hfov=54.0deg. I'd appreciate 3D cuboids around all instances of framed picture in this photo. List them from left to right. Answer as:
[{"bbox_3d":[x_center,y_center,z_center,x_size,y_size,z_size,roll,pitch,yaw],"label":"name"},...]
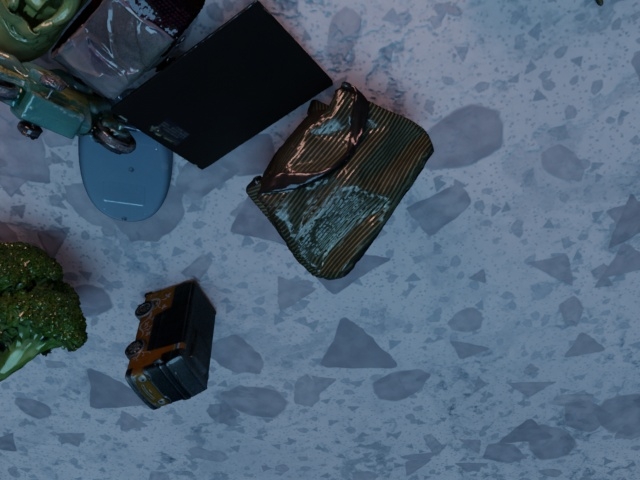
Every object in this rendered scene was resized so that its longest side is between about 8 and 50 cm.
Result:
[{"bbox_3d":[-0.176,-0.270,1.171,0.339,0.014,0.255,-30,148,20],"label":"framed picture"}]

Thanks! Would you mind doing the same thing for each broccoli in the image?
[{"bbox_3d":[-0.704,0.153,1.381,0.413,0.321,0.310,11,97,-7],"label":"broccoli"}]

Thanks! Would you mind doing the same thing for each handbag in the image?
[{"bbox_3d":[0.027,-0.115,1.182,0.240,0.247,0.340,39,85,-12],"label":"handbag"}]

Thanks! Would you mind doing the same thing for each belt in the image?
[{"bbox_3d":[-0.315,-0.357,1.065,0.289,0.184,0.164,-33,126,24],"label":"belt"}]

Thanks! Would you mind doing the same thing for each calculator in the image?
[{"bbox_3d":[-0.400,-0.167,1.293,0.188,0.042,0.302,8,127,-6],"label":"calculator"}]

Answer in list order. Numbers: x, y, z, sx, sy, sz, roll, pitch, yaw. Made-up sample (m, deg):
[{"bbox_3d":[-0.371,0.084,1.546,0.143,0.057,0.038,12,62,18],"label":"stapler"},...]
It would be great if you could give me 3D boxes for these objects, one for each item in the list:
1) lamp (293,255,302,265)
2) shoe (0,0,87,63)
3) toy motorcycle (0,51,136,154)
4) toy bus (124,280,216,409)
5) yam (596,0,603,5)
[{"bbox_3d":[0.000,0.000,1.371,0.136,0.136,0.136,0,127,-1],"label":"lamp"},{"bbox_3d":[-0.497,-0.410,1.070,0.262,0.128,0.140,-32,108,18],"label":"shoe"},{"bbox_3d":[-0.473,-0.256,1.119,0.296,0.198,0.109,22,113,-42],"label":"toy motorcycle"},{"bbox_3d":[-0.340,0.236,1.457,0.167,0.275,0.138,-18,125,11],"label":"toy bus"},{"bbox_3d":[0.477,-0.459,1.104,0.014,0.014,0.107,-27,123,18],"label":"yam"}]
